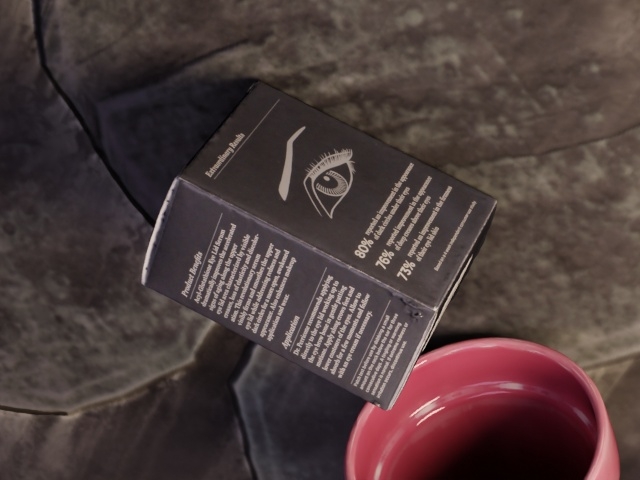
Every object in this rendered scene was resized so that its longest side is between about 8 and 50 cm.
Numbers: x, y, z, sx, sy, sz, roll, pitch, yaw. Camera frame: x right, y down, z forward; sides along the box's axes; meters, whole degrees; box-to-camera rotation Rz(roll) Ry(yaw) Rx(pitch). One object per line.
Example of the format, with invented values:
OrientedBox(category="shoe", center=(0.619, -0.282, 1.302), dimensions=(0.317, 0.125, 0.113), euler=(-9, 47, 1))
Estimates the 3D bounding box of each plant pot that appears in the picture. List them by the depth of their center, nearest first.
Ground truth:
OrientedBox(category="plant pot", center=(0.135, 0.205, 1.336), dimensions=(0.201, 0.201, 0.180), euler=(0, 136, 24))

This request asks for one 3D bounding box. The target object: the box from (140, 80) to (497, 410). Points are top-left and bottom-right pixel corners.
OrientedBox(category="box", center=(0.000, 0.000, 1.276), dimensions=(0.207, 0.153, 0.108), euler=(27, 129, 7))
